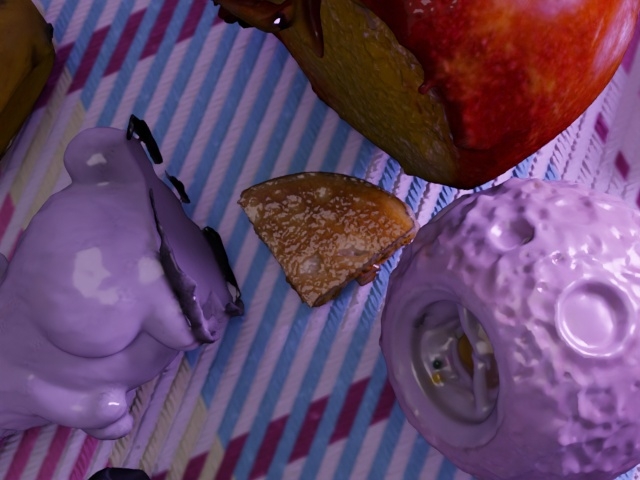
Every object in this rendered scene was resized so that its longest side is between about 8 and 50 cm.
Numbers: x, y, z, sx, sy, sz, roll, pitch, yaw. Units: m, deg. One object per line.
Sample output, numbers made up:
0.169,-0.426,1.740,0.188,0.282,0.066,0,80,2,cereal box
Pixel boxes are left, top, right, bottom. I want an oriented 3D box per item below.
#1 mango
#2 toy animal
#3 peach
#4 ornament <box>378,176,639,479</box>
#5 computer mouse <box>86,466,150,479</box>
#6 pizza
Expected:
-0.369,-0.142,1.098,0.167,0.130,0.262,26,85,15,mango
-0.262,0.073,1.010,0.357,0.194,0.258,-23,84,10,toy animal
0.088,-0.238,0.935,0.335,0.406,0.310,42,89,-23,peach
0.182,0.074,0.908,0.225,0.259,0.259,-13,71,-32,ornament
-0.181,0.260,0.958,0.062,0.192,0.106,21,100,-31,computer mouse
0.000,0.000,1.053,0.175,0.046,0.134,18,78,12,pizza
